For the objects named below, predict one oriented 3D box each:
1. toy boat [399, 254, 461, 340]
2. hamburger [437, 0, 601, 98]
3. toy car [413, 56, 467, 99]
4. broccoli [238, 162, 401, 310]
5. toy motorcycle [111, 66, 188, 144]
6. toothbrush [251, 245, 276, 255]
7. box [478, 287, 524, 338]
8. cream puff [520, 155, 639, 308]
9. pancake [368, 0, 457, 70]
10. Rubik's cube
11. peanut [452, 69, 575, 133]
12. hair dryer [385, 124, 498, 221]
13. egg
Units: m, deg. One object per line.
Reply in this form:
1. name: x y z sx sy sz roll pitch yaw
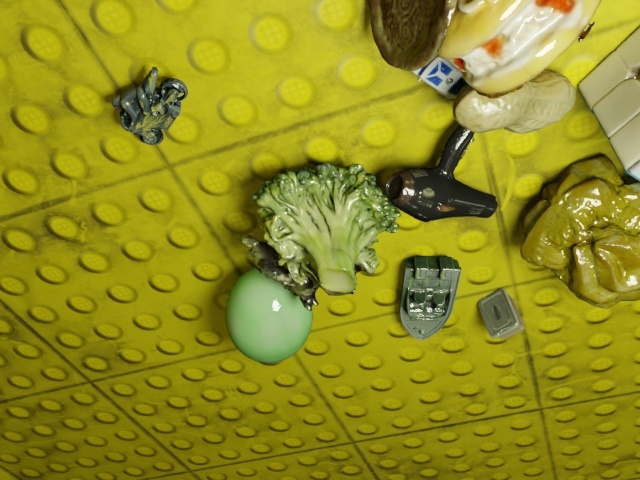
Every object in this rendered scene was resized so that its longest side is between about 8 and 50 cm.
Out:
1. toy boat: 0.280 0.162 1.600 0.141 0.092 0.319 1 135 2
2. hamburger: 0.302 -0.397 0.956 0.186 0.261 0.303 38 120 -25
3. toy car: 0.224 -0.326 1.146 0.171 0.070 0.080 28 127 -23
4. broccoli: -0.001 -0.017 1.339 0.324 0.272 0.334 17 132 11
5. toy motorcycle: -0.347 -0.267 1.208 0.124 0.061 0.193 18 139 -26
6. toothbrush: -0.053 0.046 1.536 0.263 0.022 0.026 19 119 -18
7. box: 0.486 0.200 1.623 0.062 0.122 0.089 26 129 -38
8. cream puff: 0.594 0.005 1.331 0.270 0.274 0.323 1 131 -14
9. pancake: 0.140 -0.395 0.981 0.031 0.250 0.250 -13 138 -24
10. Rubik's cube: 0.700 -0.237 1.080 0.291 0.291 0.291 26 128 -22
11. peanut: 0.359 -0.258 1.143 0.275 0.111 0.125 -8 154 -27
12. hair dryer: 0.316 -0.189 1.263 0.304 0.120 0.359 6 122 -31
13. egg: -0.128 0.184 1.531 0.221 0.220 0.269 5 130 -4
